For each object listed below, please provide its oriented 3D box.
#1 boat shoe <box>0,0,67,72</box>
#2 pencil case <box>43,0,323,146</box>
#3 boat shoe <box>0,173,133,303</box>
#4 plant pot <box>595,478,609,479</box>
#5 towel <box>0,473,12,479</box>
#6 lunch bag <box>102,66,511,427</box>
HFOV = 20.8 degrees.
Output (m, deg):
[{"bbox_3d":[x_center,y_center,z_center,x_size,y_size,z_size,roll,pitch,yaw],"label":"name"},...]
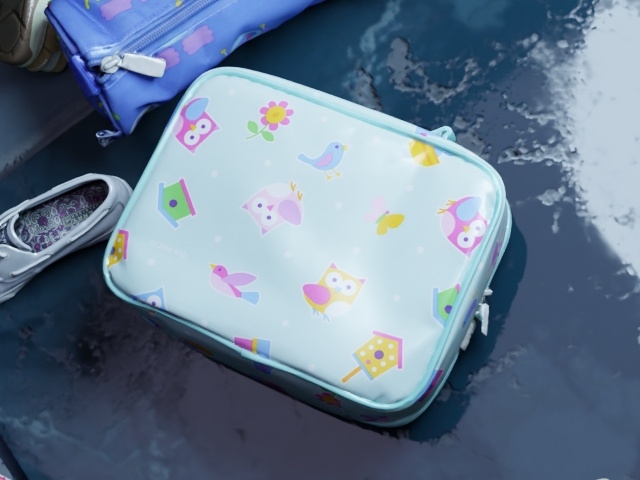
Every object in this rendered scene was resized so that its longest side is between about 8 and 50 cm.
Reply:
[{"bbox_3d":[-0.217,-0.231,1.422,0.068,0.072,0.190,14,91,44],"label":"boat shoe"},{"bbox_3d":[-0.068,-0.199,1.347,0.306,0.133,0.119,-30,107,2],"label":"pencil case"},{"bbox_3d":[-0.234,0.000,1.372,0.184,0.063,0.066,-21,74,6],"label":"boat shoe"},{"bbox_3d":[0.183,0.229,1.215,0.109,0.109,0.096,-17,62,8],"label":"plant pot"},{"bbox_3d":[-0.289,0.298,1.292,0.199,0.031,0.274,30,92,3],"label":"towel"},{"bbox_3d":[0.000,0.000,1.301,0.279,0.108,0.224,22,78,14],"label":"lunch bag"}]
